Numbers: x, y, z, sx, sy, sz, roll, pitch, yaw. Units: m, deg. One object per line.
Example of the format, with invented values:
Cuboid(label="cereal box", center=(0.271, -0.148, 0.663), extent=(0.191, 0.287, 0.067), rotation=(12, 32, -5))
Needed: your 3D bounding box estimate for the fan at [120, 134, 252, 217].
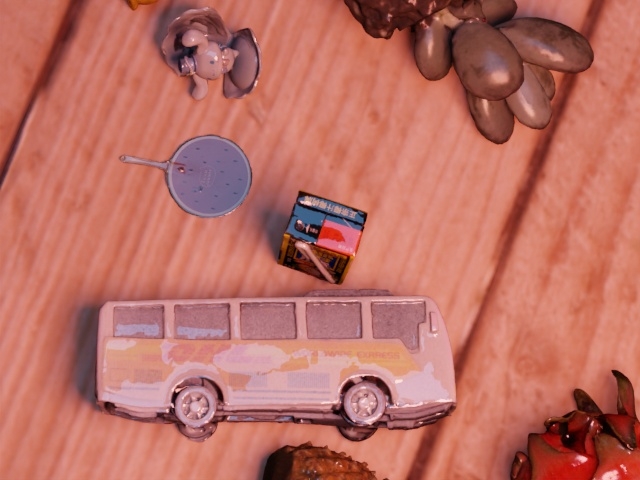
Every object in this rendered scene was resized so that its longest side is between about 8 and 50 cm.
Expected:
Cuboid(label="fan", center=(-0.134, -0.069, 1.869), extent=(0.133, 0.005, 0.085), rotation=(13, 81, -2))

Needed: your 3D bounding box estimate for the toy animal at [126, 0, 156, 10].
Cuboid(label="toy animal", center=(-0.135, -0.297, 1.872), extent=(0.159, 0.083, 0.070), rotation=(-32, 91, -16))

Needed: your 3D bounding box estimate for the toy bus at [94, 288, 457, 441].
Cuboid(label="toy bus", center=(-0.044, 0.121, 1.801), extent=(0.342, 0.097, 0.138), rotation=(-2, 74, -2))

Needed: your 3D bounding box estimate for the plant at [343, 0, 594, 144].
Cuboid(label="plant", center=(0.132, -0.220, 1.842), extent=(0.274, 0.149, 0.146), rotation=(43, 124, -12))

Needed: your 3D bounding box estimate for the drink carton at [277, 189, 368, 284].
Cuboid(label="drink carton", center=(0.000, 0.000, 1.783), extent=(0.071, 0.166, 0.056), rotation=(16, 81, 0))

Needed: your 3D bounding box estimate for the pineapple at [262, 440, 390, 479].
Cuboid(label="pineapple", center=(0.040, 0.257, 1.787), extent=(0.197, 0.108, 0.108), rotation=(16, 80, -14))

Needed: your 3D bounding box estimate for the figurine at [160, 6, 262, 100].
Cuboid(label="figurine", center=(-0.111, -0.181, 1.854), extent=(0.086, 0.094, 0.082), rotation=(4, 38, -29))

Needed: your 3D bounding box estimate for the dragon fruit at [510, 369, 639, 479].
Cuboid(label="dragon fruit", center=(0.272, 0.246, 1.747), extent=(0.192, 0.274, 0.193), rotation=(5, 123, -26))
